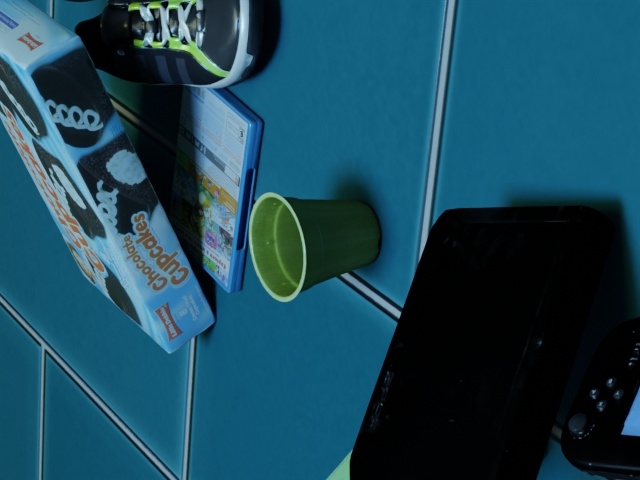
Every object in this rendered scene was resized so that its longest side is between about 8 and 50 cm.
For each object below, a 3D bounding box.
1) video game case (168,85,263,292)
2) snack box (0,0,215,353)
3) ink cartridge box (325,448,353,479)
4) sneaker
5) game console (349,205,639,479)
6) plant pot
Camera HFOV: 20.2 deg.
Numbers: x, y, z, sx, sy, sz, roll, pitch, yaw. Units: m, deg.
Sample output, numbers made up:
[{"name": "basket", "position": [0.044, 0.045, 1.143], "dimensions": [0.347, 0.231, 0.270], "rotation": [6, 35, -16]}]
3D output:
[{"name": "video game case", "position": [-0.094, -0.054, 1.570], "dimensions": [0.119, 0.015, 0.166], "rotation": [42, 132, 45]}, {"name": "snack box", "position": [-0.212, -0.065, 1.592], "dimensions": [0.187, 0.060, 0.322], "rotation": [36, 155, 50]}, {"name": "ink cartridge box", "position": [0.052, 0.192, 1.265], "dimensions": [0.209, 0.109, 0.062], "rotation": [-53, 53, 35]}, {"name": "sneaker", "position": [-0.136, -0.167, 1.506], "dimensions": [0.235, 0.097, 0.084], "rotation": [-8, 81, 55]}, {"name": "game console", "position": [0.174, 0.076, 1.052], "dimensions": [0.361, 0.044, 0.213], "rotation": [-1, 63, 46]}, {"name": "plant pot", "position": [0.000, 0.000, 1.365], "dimensions": [0.083, 0.079, 0.083], "rotation": [22, 116, 55]}]
